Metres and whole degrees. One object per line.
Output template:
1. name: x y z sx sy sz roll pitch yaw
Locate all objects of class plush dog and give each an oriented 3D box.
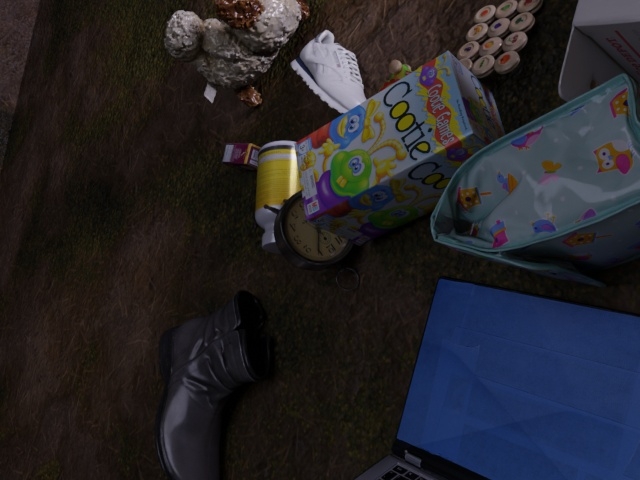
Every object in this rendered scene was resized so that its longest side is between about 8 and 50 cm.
1. plush dog: -0.135 -0.399 1.348 0.225 0.262 0.210 -34 88 44

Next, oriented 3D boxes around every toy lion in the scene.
1. toy lion: 0.135 -0.241 1.136 0.100 0.034 0.096 28 104 46

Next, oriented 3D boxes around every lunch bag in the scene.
1. lunch bag: 0.281 -0.038 0.779 0.262 0.223 0.160 -31 62 35

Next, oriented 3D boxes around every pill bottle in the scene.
1. pill bottle: -0.063 -0.074 1.223 0.103 0.103 0.184 -15 66 41

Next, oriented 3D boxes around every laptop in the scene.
1. laptop: 0.162 0.247 0.790 0.382 0.408 0.236 9 116 51

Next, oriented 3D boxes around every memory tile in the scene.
1. memory tile: 0.254 -0.296 1.012 0.113 0.012 0.148 2 60 46

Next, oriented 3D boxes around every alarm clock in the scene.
1. alarm clock: 0.000 0.000 1.129 0.192 0.129 0.064 56 156 6

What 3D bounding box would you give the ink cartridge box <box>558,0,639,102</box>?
1. ink cartridge box: 0.396 -0.293 0.760 0.119 0.207 0.353 14 88 48

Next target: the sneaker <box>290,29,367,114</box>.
1. sneaker: 0.030 -0.289 1.220 0.095 0.090 0.235 -46 50 12

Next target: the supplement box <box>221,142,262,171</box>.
1. supplement box: -0.147 -0.164 1.372 0.083 0.055 0.043 9 83 47

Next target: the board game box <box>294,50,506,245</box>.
1. board game box: 0.116 -0.123 1.014 0.275 0.142 0.144 -27 59 30

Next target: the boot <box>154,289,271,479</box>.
1. boot: -0.183 0.270 1.229 0.222 0.118 0.338 -27 63 31
